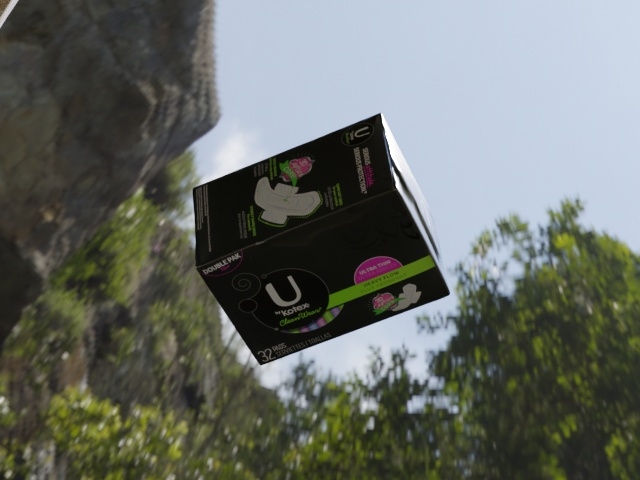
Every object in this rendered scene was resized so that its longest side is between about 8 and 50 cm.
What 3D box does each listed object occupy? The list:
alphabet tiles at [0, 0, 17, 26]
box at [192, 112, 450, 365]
[{"bbox_3d":[-0.301,-0.156,0.790,0.284,0.278,0.021,25,-37,-2],"label":"alphabet tiles"},{"bbox_3d":[0.000,0.000,0.613,0.083,0.052,0.062,-21,-51,12],"label":"box"}]
